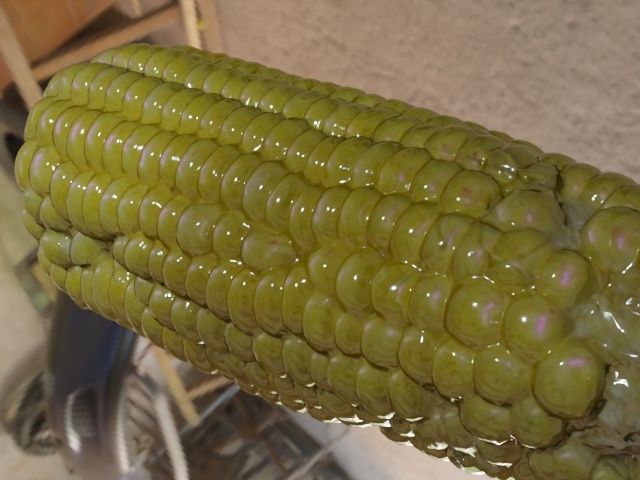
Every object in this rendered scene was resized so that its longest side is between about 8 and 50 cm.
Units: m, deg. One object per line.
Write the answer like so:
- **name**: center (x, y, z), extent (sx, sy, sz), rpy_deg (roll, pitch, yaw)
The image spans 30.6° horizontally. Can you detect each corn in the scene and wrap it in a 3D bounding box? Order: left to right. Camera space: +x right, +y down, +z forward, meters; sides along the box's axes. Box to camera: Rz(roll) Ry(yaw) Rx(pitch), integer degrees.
- **corn**: center (0.000, 0.000, 0.442), extent (0.347, 0.130, 0.130), rpy_deg (18, 143, 42)
